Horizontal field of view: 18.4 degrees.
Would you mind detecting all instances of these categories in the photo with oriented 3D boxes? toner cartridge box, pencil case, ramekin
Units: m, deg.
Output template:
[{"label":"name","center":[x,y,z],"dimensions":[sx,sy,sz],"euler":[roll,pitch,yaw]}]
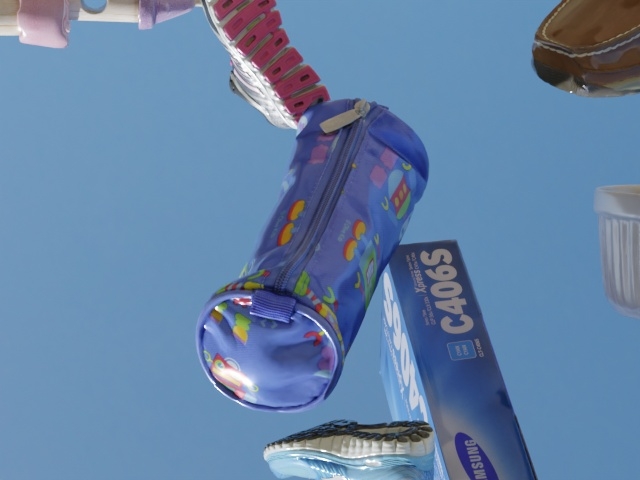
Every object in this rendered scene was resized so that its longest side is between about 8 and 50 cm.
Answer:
[{"label":"toner cartridge box","center":[0.119,0.171,1.754],"dimensions":[0.075,0.165,0.348],"euler":[-6,-141,-6]},{"label":"pencil case","center":[0.000,0.000,1.594],"dimensions":[0.119,0.133,0.306],"euler":[11,-140,12]},{"label":"ramekin","center":[0.337,0.012,1.694],"dimensions":[0.207,0.109,0.207],"euler":[1,-175,0]}]

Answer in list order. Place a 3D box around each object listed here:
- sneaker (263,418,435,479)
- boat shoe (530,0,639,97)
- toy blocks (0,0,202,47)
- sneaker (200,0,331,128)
[{"label":"sneaker","center":[0.019,0.173,1.445],"dimensions":[0.063,0.073,0.162],"euler":[-15,-173,-41]},{"label":"boat shoe","center":[0.280,-0.224,1.503],"dimensions":[0.324,0.120,0.122],"euler":[-36,-138,-30]},{"label":"toy blocks","center":[-0.217,-0.329,1.793],"dimensions":[0.260,0.289,0.309],"euler":[-1,-169,-5]},{"label":"sneaker","center":[-0.060,-0.165,1.743],"dimensions":[0.063,0.170,0.075],"euler":[-41,-166,-27]}]
